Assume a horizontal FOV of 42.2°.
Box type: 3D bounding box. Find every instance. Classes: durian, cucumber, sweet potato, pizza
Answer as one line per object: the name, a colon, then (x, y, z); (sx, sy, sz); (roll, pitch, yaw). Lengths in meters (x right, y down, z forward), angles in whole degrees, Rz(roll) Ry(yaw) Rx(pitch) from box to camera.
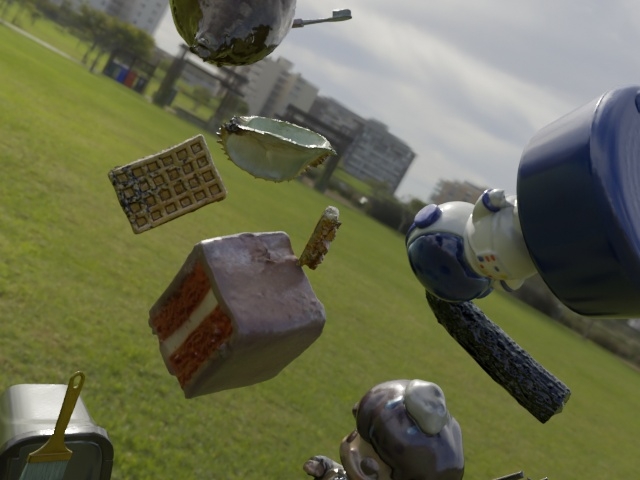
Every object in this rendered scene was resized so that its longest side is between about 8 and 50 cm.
durian: (-0.087, -0.203, 1.729); (0.252, 0.144, 0.139); (24, -18, 4)
cucumber: (0.266, 0.163, 1.302); (0.300, 0.072, 0.072); (44, 8, 12)
sweet potato: (-0.088, -0.294, 0.915); (0.158, 0.158, 0.369); (26, 43, -32)
pizza: (0.001, 0.000, 1.632); (0.046, 0.134, 0.175); (27, -7, -2)

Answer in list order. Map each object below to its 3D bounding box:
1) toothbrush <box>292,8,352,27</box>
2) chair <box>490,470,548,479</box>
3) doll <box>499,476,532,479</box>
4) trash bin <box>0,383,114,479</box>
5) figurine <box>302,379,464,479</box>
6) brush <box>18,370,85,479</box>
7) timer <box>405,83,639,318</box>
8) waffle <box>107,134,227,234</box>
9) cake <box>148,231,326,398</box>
toothbrush: (-0.047, -0.331, 1.262); (0.194, 0.017, 0.014); (-5, -12, 13)
chair: (0.302, 0.558, 1.549); (0.166, 0.272, 0.188); (31, 38, -52)
doll: (0.439, 0.684, 1.831); (0.284, 0.310, 0.240); (42, -5, 13)
trash bin: (-0.529, 0.405, 1.588); (0.219, 0.220, 0.250); (7, 15, -28)
figurine: (0.066, 0.374, 1.390); (0.206, 0.365, 0.218); (60, 4, -12)
brush: (-0.431, 0.310, 1.377); (0.011, 0.205, 0.083); (26, 8, 38)
timer: (0.269, -0.008, 1.050); (0.270, 0.270, 0.383); (26, -30, -34)
waffle: (-0.216, -0.079, 1.177); (0.042, 0.148, 0.102); (-137, -155, -78)
cake: (-0.173, 0.152, 1.657); (0.230, 0.309, 0.237); (-8, 61, -38)
